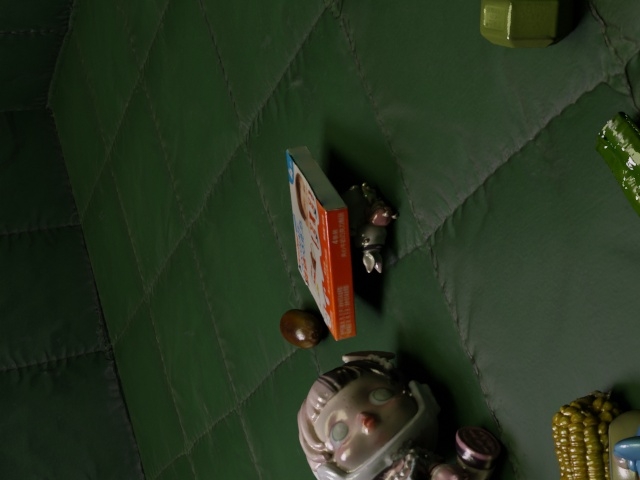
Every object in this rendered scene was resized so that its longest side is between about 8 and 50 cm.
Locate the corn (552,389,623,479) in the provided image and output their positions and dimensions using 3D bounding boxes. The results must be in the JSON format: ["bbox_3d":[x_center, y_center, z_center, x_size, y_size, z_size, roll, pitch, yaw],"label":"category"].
[{"bbox_3d":[0.369,0.353,1.239,0.102,0.102,0.313,-25,76,61],"label":"corn"}]

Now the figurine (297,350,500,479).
[{"bbox_3d":[0.106,0.357,1.591,0.361,0.253,0.211,41,149,40],"label":"figurine"}]

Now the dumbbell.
[{"bbox_3d":[0.267,-0.395,1.202,0.121,0.108,0.302,33,126,55],"label":"dumbbell"}]

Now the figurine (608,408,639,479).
[{"bbox_3d":[0.412,0.244,1.067,0.180,0.154,0.262,29,165,13],"label":"figurine"}]

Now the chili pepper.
[{"bbox_3d":[0.410,0.008,1.090,0.085,0.076,0.359,91,162,-59],"label":"chili pepper"}]

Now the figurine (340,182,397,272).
[{"bbox_3d":[0.083,-0.026,1.681,0.146,0.081,0.098,63,147,31],"label":"figurine"}]

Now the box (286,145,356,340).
[{"bbox_3d":[0.000,0.000,1.778,0.265,0.048,0.273,-120,21,-57],"label":"box"}]

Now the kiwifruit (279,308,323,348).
[{"bbox_3d":[-0.041,0.181,1.984,0.124,0.075,0.075,-156,62,-62],"label":"kiwifruit"}]
